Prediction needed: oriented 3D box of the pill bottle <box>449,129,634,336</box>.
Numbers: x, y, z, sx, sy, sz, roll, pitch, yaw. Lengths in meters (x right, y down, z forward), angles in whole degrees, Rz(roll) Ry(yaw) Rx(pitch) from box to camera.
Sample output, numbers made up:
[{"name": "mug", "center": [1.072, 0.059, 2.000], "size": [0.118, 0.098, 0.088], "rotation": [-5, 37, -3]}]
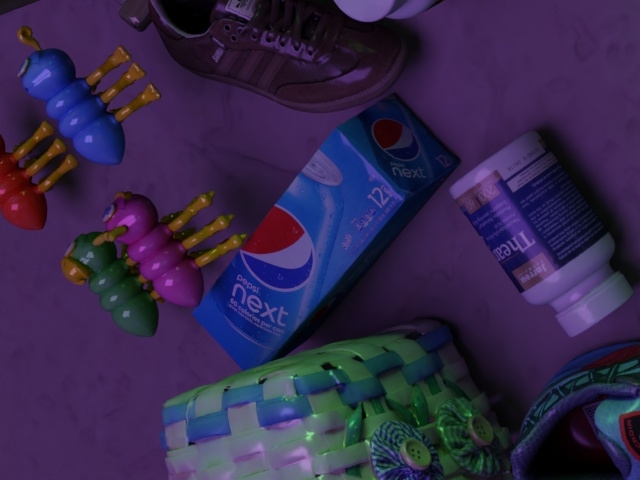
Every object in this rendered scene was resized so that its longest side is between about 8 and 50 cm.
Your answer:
[{"name": "pill bottle", "center": [0.139, -0.003, 1.208], "size": [0.067, 0.067, 0.120], "rotation": [-37, 87, 42]}]

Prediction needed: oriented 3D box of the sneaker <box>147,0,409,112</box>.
[{"name": "sneaker", "center": [-0.035, -0.130, 1.259], "size": [0.188, 0.066, 0.071], "rotation": [9, 156, 35]}]

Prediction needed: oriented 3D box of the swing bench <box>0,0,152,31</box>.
[{"name": "swing bench", "center": [-0.212, -0.270, 1.237], "size": [0.253, 0.255, 0.165], "rotation": [40, 109, 13]}]

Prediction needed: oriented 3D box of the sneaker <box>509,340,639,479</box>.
[{"name": "sneaker", "center": [0.220, 0.103, 1.160], "size": [0.262, 0.125, 0.104], "rotation": [-32, 92, 42]}]

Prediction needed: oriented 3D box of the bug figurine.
[{"name": "bug figurine", "center": [-0.163, -0.031, 1.357], "size": [0.216, 0.072, 0.279], "rotation": [50, 154, -5]}]

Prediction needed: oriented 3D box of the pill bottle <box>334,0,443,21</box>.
[{"name": "pill bottle", "center": [0.055, -0.168, 1.156], "size": [0.065, 0.116, 0.065], "rotation": [17, 121, 30]}]

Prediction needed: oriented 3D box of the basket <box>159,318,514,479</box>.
[{"name": "basket", "center": [0.027, 0.212, 1.273], "size": [0.201, 0.255, 0.289], "rotation": [-14, 92, 38]}]

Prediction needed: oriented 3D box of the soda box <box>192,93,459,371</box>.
[{"name": "soda box", "center": [0.000, 0.000, 1.310], "size": [0.067, 0.071, 0.210], "rotation": [46, 131, 9]}]
